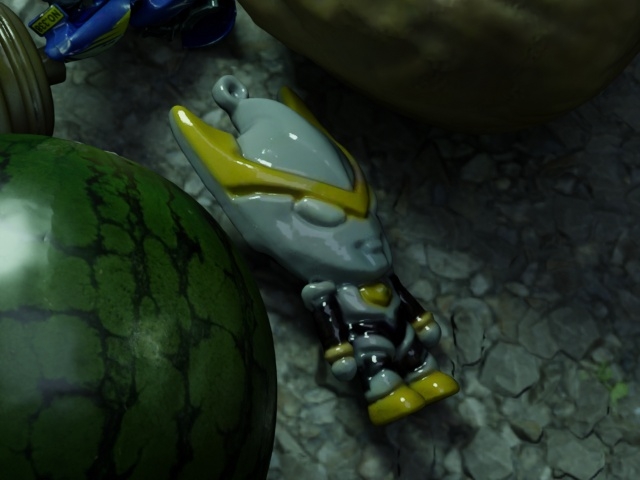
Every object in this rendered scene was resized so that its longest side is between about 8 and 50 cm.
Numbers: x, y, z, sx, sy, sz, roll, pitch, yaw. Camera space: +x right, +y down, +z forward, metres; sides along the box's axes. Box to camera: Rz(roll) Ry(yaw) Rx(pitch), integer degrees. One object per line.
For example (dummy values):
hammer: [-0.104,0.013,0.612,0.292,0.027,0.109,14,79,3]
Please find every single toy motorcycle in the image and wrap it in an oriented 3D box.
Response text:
toy motorcycle: [-0.153,-0.219,1.472,0.169,0.113,0.315,58,28,-4]

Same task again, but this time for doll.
doll: [-0.002,0.000,1.448,0.146,0.103,0.316,-24,78,-27]

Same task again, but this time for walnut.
walnut: [0.109,-0.257,1.473,0.381,0.381,0.381,5,64,-11]

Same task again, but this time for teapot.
teapot: [-0.273,-0.097,1.385,0.175,0.185,0.267,-21,109,-22]

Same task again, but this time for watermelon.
watermelon: [-0.197,0.106,1.222,0.363,0.363,0.363,5,64,-11]
